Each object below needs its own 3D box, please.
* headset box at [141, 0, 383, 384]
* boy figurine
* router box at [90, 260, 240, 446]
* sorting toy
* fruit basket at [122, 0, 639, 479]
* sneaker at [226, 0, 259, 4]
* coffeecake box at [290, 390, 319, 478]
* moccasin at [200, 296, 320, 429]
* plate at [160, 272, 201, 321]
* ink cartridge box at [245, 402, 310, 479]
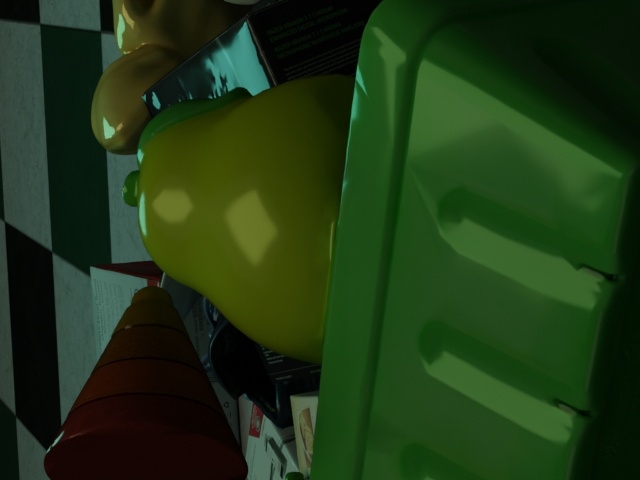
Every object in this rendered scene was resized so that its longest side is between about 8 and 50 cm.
[{"bbox_3d":[0.001,-0.051,1.273,0.283,0.131,0.246,65,155,-1],"label":"headset box"},{"bbox_3d":[-0.107,-0.186,1.450,0.092,0.177,0.285,-27,36,57],"label":"boy figurine"},{"bbox_3d":[-0.182,0.199,1.965,0.301,0.082,0.335,-175,80,-68],"label":"router box"},{"bbox_3d":[-0.066,0.142,1.121,0.365,0.127,0.126,56,-152,-56],"label":"sorting toy"},{"bbox_3d":[0.075,0.004,1.006,0.392,0.283,0.392,24,120,49],"label":"fruit basket"},{"bbox_3d":[-0.023,-0.373,1.387,0.150,0.135,0.366,-9,-71,-72],"label":"sneaker"},{"bbox_3d":[0.078,0.134,1.223,0.185,0.142,0.068,167,96,-68],"label":"coffeecake box"},{"bbox_3d":[-0.052,0.088,1.569,0.342,0.116,0.138,-159,65,-66],"label":"moccasin"},{"bbox_3d":[-0.103,-0.074,1.637,0.278,0.045,0.277,-81,6,-51],"label":"plate"},{"bbox_3d":[-0.023,0.220,1.608,0.135,0.056,0.099,-127,38,-53],"label":"ink cartridge box"}]
